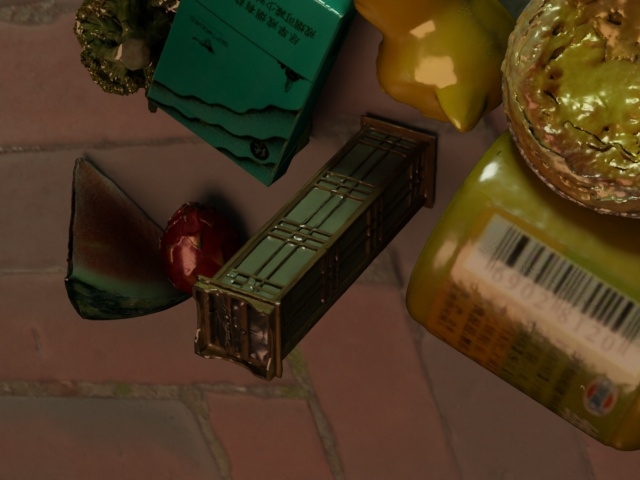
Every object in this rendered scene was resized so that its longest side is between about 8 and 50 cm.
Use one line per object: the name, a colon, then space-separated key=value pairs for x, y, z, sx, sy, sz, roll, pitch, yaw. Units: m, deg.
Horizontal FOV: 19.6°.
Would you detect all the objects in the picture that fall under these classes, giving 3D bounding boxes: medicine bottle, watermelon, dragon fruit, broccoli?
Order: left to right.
watermelon: x=-0.254 y=0.024 z=2.072 sx=0.136 sy=0.207 sz=0.202 roll=-48 pitch=70 yaw=19
broccoli: x=-0.188 y=-0.206 z=1.886 sx=0.130 sy=0.120 sz=0.131 roll=38 pitch=103 yaw=-13
dragon fruit: x=-0.113 y=0.041 z=2.029 sx=0.094 sy=0.094 sz=0.190 roll=-9 pitch=125 yaw=39
medicine bottle: x=0.289 y=0.074 z=1.669 sx=0.384 sy=0.224 sz=0.224 roll=32 pitch=133 yaw=13

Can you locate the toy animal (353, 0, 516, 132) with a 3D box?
toy animal: x=0.102 y=-0.216 z=1.658 sx=0.156 sy=0.156 sz=0.229 roll=-22 pitch=107 yaw=42

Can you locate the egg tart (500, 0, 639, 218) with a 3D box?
egg tart: x=0.271 y=-0.134 z=1.592 sx=0.234 sy=0.094 sz=0.234 roll=-1 pitch=84 yaw=13

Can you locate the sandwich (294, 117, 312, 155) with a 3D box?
sandwich: x=-0.072 y=-0.137 z=1.882 sx=0.116 sy=0.074 sz=0.074 roll=23 pitch=130 yaw=22

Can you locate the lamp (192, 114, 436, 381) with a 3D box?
lamp: x=0.000 y=0.000 z=1.749 sx=0.090 sy=0.325 sz=0.089 roll=18 pitch=129 yaw=22

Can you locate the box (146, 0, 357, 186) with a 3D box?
box: x=-0.069 y=-0.180 z=1.772 sx=0.161 sy=0.042 sz=0.226 roll=37 pitch=133 yaw=13
